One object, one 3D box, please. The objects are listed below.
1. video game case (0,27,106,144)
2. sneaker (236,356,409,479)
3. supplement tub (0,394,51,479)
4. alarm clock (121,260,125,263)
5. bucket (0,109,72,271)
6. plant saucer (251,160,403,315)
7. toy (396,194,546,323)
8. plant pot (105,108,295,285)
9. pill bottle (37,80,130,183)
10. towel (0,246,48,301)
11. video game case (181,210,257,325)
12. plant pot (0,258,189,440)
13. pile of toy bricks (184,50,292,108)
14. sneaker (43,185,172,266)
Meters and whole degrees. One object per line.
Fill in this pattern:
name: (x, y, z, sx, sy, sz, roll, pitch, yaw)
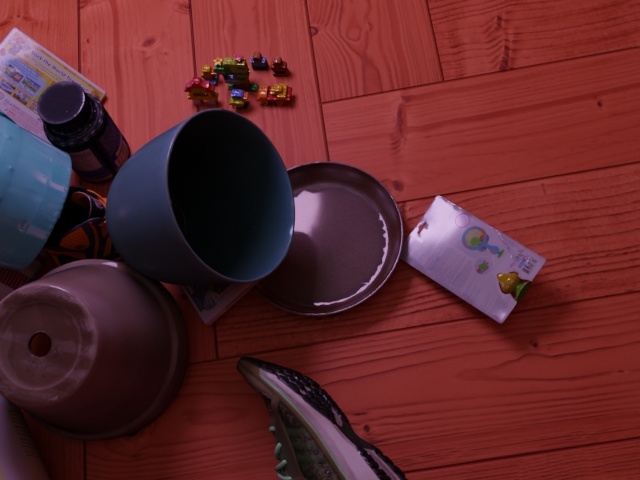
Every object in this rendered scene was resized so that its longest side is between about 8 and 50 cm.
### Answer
video game case: (-0.590, -0.288, 1.901, 0.227, 0.026, 0.206, 36, 73, -10)
sneaker: (-0.028, 0.357, 1.534, 0.182, 0.158, 0.410, -49, 62, 5)
supplement tub: (-0.574, 0.399, 1.531, 0.235, 0.235, 0.325, -30, 65, -6)
alarm clock: (-0.415, 0.130, 1.728, 0.192, 0.064, 0.129, -40, 67, -7)
bucket: (-0.584, -0.086, 1.668, 0.281, 0.183, 0.281, -34, 43, 39)
plant saucer: (0.000, 0.000, 1.729, 0.311, 0.050, 0.310, -3, 65, 7)
toy: (0.270, 0.036, 1.664, 0.237, 0.056, 0.137, 34, 87, 31)
plant pot: (-0.227, -0.052, 1.601, 0.235, 0.293, 0.293, -14, 59, 39)
pill bottle: (-0.457, -0.209, 1.795, 0.123, 0.219, 0.122, -3, 66, 7)
towel: (-0.661, 0.063, 1.796, 0.237, 0.037, 0.329, 22, 72, 22)
video game case: (-0.191, 0.033, 1.719, 0.173, 0.022, 0.190, -42, 58, 6)
plant pot: (-0.411, 0.175, 1.543, 0.323, 0.280, 0.323, -1, 81, 8)
pile of toy bricks: (-0.165, -0.337, 1.873, 0.212, 0.105, 0.118, 3, 66, 9)
sneaker: (-0.367, -0.049, 1.732, 0.321, 0.180, 0.124, -31, 65, -6)
